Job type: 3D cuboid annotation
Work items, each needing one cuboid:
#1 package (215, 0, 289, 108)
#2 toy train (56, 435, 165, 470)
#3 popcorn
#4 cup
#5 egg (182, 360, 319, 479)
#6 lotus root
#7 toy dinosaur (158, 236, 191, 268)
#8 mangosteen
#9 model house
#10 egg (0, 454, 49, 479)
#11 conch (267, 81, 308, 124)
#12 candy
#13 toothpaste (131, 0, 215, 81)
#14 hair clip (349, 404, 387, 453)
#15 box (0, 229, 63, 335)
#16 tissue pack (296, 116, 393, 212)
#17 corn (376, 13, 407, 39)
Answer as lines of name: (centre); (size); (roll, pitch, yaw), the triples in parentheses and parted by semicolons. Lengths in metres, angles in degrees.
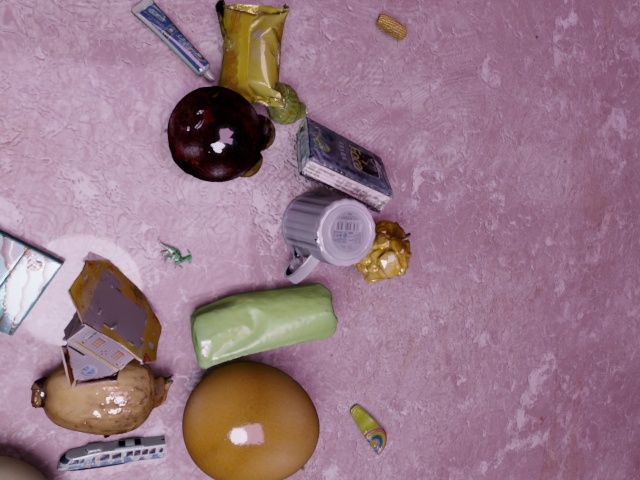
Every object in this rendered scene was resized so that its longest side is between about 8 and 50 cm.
package: (-0.150, -0.393, 0.898); (0.168, 0.090, 0.227); (6, 97, 8)
toy train: (-0.445, 0.458, 0.906); (0.207, 0.043, 0.047); (4, 93, -27)
popcorn: (0.154, 0.035, 1.073); (0.163, 0.194, 0.140); (-26, 112, 5)
cup: (0.014, -0.001, 0.984); (0.166, 0.202, 0.221); (6, 94, -24)
egg: (-0.144, 0.403, 0.932); (0.322, 0.250, 0.250); (28, 84, -30)
lotus root: (-0.429, 0.312, 0.842); (0.256, 0.140, 0.155); (6, 100, -20)
toy dinosaur: (-0.318, 0.026, 0.926); (0.062, 0.021, 0.083); (-18, 108, -30)
mangosteen: (-0.207, -0.210, 0.861); (0.209, 0.210, 0.210); (-4, 98, -26)
model house: (-0.432, 0.165, 0.814); (0.136, 0.219, 0.207); (-38, 121, 4)
egg: (-0.597, 0.507, 0.743); (0.219, 0.219, 0.269); (-39, 108, -17)
conch: (-0.084, -0.314, 0.981); (0.121, 0.074, 0.089); (20, 121, -43)
candy: (-0.125, 0.189, 0.981); (0.343, 0.132, 0.142); (-9, 106, -26)
toothpaste: (-0.295, -0.409, 0.873); (0.197, 0.034, 0.057); (44, 61, -23)
hair clip: (0.144, 0.543, 1.214); (0.060, 0.033, 0.188); (-41, 112, -19)
box: (-0.627, 0.051, 0.764); (0.229, 0.041, 0.162); (36, 81, -25)
tissue pack: (0.054, -0.179, 1.005); (0.235, 0.174, 0.073); (22, 129, -25)
corn: (0.185, -0.552, 1.089); (0.092, 0.037, 0.037); (20, 88, -25)
